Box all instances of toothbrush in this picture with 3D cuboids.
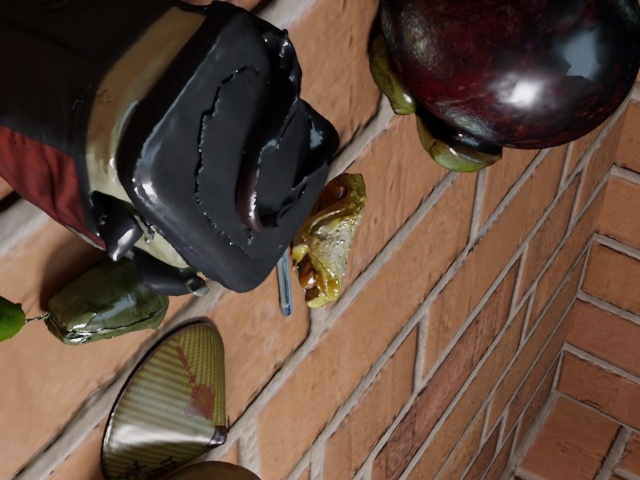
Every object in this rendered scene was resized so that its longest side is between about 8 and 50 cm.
[{"bbox_3d":[-0.044,0.011,1.115,0.219,0.016,0.019,87,27,-47],"label":"toothbrush"}]

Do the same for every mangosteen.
[{"bbox_3d":[0.185,-0.234,1.066,0.300,0.300,0.300,-47,151,-36],"label":"mangosteen"}]

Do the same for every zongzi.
[{"bbox_3d":[-0.186,0.076,0.830,0.154,0.062,0.130,-39,159,-35],"label":"zongzi"}]

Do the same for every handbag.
[{"bbox_3d":[-0.107,-0.065,0.686,0.181,0.181,0.254,-61,156,-11],"label":"handbag"}]

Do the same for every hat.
[{"bbox_3d":[-0.130,0.186,1.020,0.193,0.082,0.193,-47,152,-35],"label":"hat"}]

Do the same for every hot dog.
[{"bbox_3d":[0.000,0.000,1.131,0.061,0.078,0.169,3,106,-49],"label":"hot dog"}]

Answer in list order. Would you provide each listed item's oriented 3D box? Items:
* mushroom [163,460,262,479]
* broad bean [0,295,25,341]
[{"bbox_3d":[-0.133,0.344,1.037,0.255,0.184,0.255,-51,155,-35],"label":"mushroom"},{"bbox_3d":[-0.275,0.067,0.623,0.227,0.039,0.069,-31,106,-54],"label":"broad bean"}]
